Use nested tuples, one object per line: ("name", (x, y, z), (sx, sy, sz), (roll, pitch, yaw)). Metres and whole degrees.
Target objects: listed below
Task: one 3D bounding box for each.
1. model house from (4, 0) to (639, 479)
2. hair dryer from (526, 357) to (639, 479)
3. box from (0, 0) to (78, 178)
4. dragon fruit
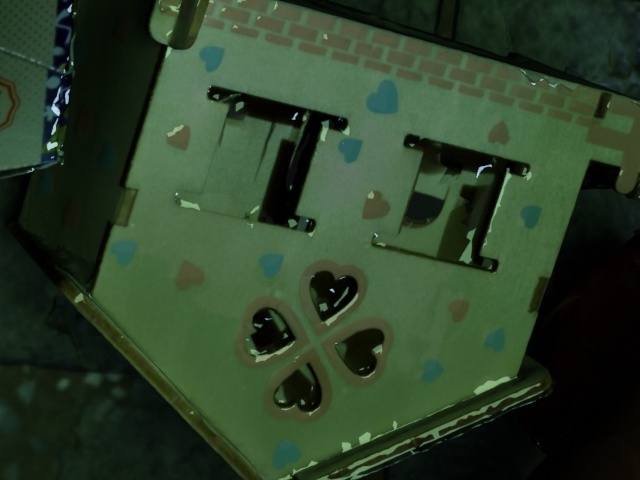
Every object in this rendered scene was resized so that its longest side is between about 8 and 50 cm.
("model house", (0.000, 0.000, 0.919), (0.326, 0.169, 0.244), (12, 99, -27))
("hair dryer", (0.089, 0.128, 0.856), (0.340, 0.123, 0.313), (-4, 121, -42))
("box", (-0.158, -0.201, 0.709), (0.084, 0.198, 0.310), (-11, 132, -26))
("dragon fruit", (0.190, 0.068, 1.033), (0.166, 0.136, 0.133), (-44, 112, -4))
